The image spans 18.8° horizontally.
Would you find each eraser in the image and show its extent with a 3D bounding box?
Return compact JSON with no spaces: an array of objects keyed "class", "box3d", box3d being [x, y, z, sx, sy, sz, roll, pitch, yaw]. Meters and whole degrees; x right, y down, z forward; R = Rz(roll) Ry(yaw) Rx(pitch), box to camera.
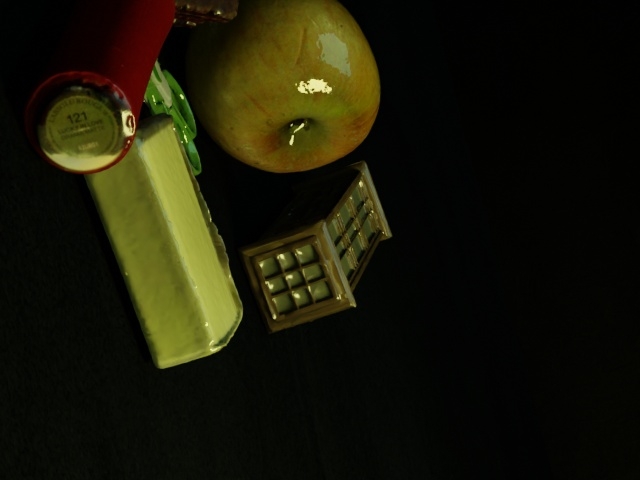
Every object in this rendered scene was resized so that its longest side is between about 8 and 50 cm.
[{"class":"eraser","box3d":[-0.117,-0.002,1.433,0.117,0.058,0.172,-56,127,-75]}]

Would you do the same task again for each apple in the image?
[{"class":"apple","box3d":[-0.037,-0.153,1.744,0.182,0.182,0.155,56,12,-52]}]

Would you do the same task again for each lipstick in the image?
[{"class":"lipstick","box3d":[-0.156,-0.130,1.396,0.241,0.080,0.080,-85,154,-62]}]

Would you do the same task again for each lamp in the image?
[{"class":"lamp","box3d":[0.000,0.000,1.888,0.325,0.089,0.090,-54,125,-76]}]

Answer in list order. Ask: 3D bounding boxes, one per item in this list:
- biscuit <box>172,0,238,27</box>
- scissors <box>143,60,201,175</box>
[{"class":"biscuit","box3d":[-0.105,-0.367,1.588,0.107,0.073,0.388,4,94,-53]},{"class":"scissors","box3d":[-0.147,-0.141,1.574,0.101,0.027,0.204,-104,169,-47]}]
